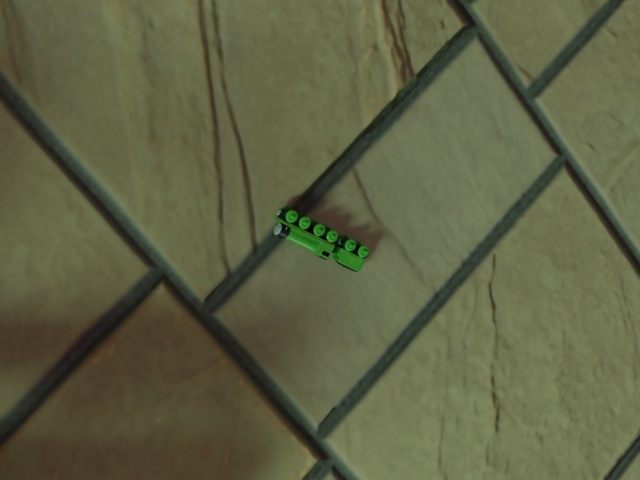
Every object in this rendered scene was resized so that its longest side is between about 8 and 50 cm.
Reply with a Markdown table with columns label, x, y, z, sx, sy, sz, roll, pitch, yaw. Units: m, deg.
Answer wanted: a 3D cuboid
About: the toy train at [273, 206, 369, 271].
| label | x | y | z | sx | sy | sz | roll | pitch | yaw |
| --- | --- | --- | --- | --- | --- | --- | --- | --- | --- |
| toy train | 0.000 | 0.000 | 0.957 | 0.083 | 0.017 | 0.023 | 25 | 92 | -28 |
